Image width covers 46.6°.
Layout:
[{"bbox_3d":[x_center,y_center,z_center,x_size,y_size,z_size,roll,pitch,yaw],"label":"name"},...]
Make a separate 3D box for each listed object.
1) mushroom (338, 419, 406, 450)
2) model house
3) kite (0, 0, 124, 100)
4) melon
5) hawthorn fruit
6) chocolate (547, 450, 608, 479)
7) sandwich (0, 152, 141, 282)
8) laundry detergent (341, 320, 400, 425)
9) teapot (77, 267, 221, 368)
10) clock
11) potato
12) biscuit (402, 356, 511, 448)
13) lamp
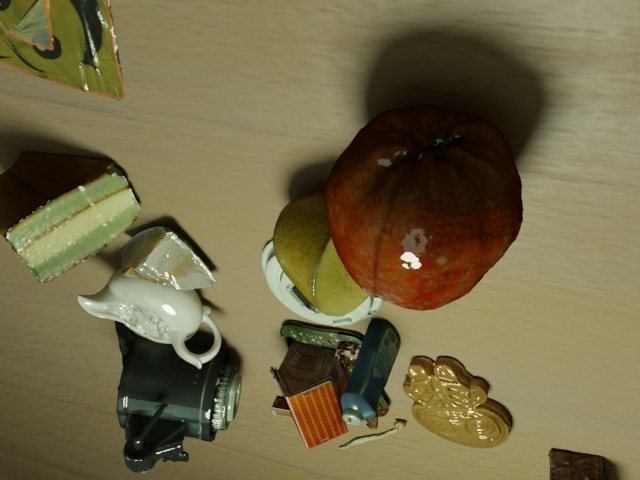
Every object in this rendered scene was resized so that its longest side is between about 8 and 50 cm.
[{"bbox_3d":[0.118,0.459,1.729,0.028,0.026,0.286,46,142,0],"label":"mushroom"},{"bbox_3d":[0.011,0.320,1.517,0.207,0.154,0.293,8,139,24],"label":"model house"},{"bbox_3d":[-0.443,-0.342,1.111,0.328,0.013,0.377,-20,125,44],"label":"kite"},{"bbox_3d":[-0.289,0.032,1.403,0.203,0.093,0.139,20,135,0],"label":"melon"},{"bbox_3d":[0.132,-0.038,0.954,0.258,0.258,0.261,6,118,24],"label":"hawthorn fruit"},{"bbox_3d":[0.552,0.557,1.537,0.112,0.112,0.321,-8,131,23],"label":"chocolate"},{"bbox_3d":[-0.482,-0.076,1.376,0.198,0.227,0.155,44,160,40],"label":"sandwich"},{"bbox_3d":[0.087,0.248,1.343,0.061,0.206,0.096,7,138,22],"label":"laundry detergent"},{"bbox_3d":[-0.333,0.142,1.516,0.298,0.139,0.204,23,140,5],"label":"teapot"},{"bbox_3d":[-0.004,0.085,1.331,0.237,0.053,0.236,16,143,13],"label":"clock"},{"bbox_3d":[0.000,0.000,1.158,0.158,0.178,0.203,33,160,29],"label":"potato"},{"bbox_3d":[0.266,0.330,1.475,0.202,0.044,0.288,0,138,30],"label":"biscuit"},{"bbox_3d":[-0.311,0.320,1.649,0.272,0.374,0.205,-5,136,-13],"label":"lamp"}]
